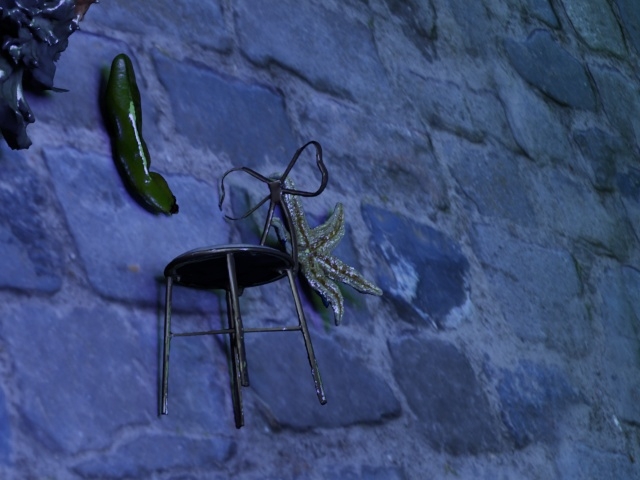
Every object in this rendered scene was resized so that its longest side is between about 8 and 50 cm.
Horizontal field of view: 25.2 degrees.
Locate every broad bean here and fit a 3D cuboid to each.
[{"bbox_3d":[-0.213,-0.117,1.631,0.061,0.046,0.195,-25,95,-66],"label":"broad bean"}]

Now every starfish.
[{"bbox_3d":[0.000,0.000,1.824,0.208,0.053,0.176,55,38,-12],"label":"starfish"}]

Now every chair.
[{"bbox_3d":[-0.094,0.035,1.607,0.170,0.160,0.326,18,61,-47],"label":"chair"}]

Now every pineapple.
[{"bbox_3d":[-0.305,-0.239,1.525,0.170,0.141,0.310,60,35,-52],"label":"pineapple"}]
